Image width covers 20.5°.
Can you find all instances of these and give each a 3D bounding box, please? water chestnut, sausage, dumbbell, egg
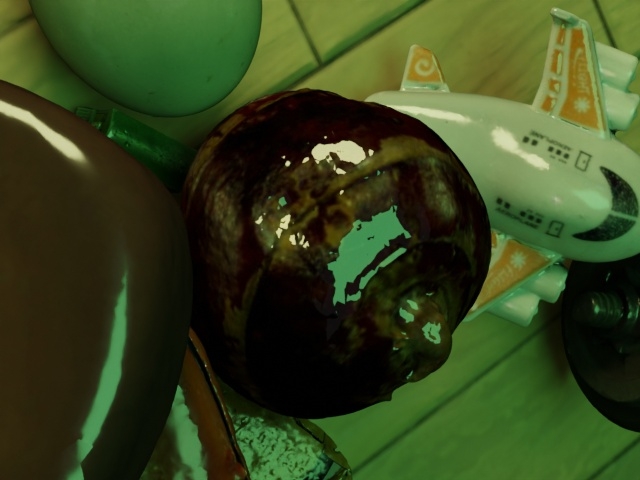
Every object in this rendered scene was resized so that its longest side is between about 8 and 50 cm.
[{"bbox_3d":[0.000,0.000,1.202,0.223,0.238,0.224,-11,115,-25],"label":"water chestnut"},{"bbox_3d":[-0.079,0.201,1.148,0.102,0.102,0.330,-18,94,-28],"label":"sausage"},{"bbox_3d":[0.317,0.065,1.423,0.289,0.192,0.192,7,92,-32],"label":"dumbbell"},{"bbox_3d":[-0.116,-0.171,1.167,0.149,0.149,0.192,-40,120,-21],"label":"egg"}]

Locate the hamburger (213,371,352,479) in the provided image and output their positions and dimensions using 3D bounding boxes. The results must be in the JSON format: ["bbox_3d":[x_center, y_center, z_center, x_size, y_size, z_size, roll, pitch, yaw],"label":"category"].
[{"bbox_3d":[-0.091,0.191,1.250,0.231,0.107,0.231,-3,97,-25],"label":"hamburger"}]

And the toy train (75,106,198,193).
[{"bbox_3d":[-0.130,-0.060,1.225,0.093,0.056,0.038,27,78,-33],"label":"toy train"}]

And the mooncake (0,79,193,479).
[{"bbox_3d":[-0.231,0.052,1.039,0.325,0.174,0.334,-25,81,0],"label":"mooncake"}]

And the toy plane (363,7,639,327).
[{"bbox_3d":[0.143,-0.053,1.317,0.244,0.117,0.245,1,97,5],"label":"toy plane"}]
